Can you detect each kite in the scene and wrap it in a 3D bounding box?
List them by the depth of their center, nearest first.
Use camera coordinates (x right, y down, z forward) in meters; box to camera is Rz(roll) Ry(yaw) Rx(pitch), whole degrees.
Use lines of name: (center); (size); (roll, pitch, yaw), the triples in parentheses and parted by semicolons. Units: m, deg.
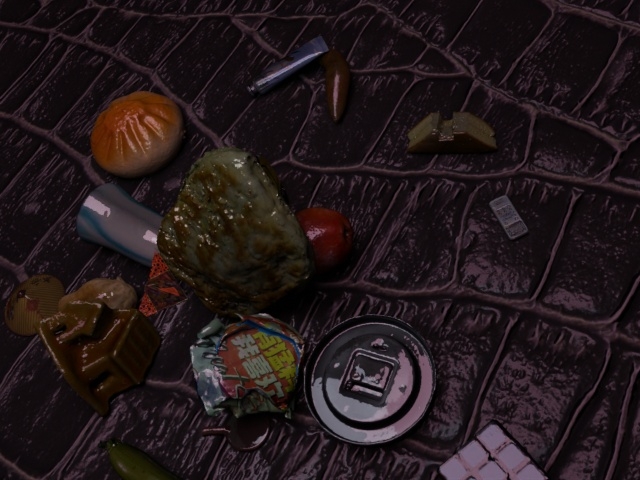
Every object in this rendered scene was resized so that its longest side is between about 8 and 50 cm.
kite: (-0.409, 0.138, 1.993); (0.125, 0.008, 0.222); (19, 106, -7)

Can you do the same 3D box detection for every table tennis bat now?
table tennis bat: (-0.211, 0.419, 1.738); (0.169, 0.119, 0.108); (-7, 57, 11)

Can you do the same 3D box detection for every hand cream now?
hand cream: (-0.102, -0.521, 2.262); (0.271, 0.058, 0.091); (-31, 43, 10)

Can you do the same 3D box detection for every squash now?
squash: (-0.403, 0.545, 1.747); (0.331, 0.087, 0.087); (25, 71, 30)

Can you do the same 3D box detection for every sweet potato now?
sweet potato: (0.032, -0.498, 2.217); (0.108, 0.079, 0.346); (-30, 53, 14)

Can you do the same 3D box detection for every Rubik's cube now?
Rubik's cube: (0.347, 0.481, 1.503); (0.160, 0.163, 0.162); (-39, 61, -7)

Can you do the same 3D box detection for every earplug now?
earplug: (-0.485, -0.011, 2.050); (0.324, 0.185, 0.185); (27, 72, 23)

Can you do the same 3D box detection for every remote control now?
remote control: (0.465, -0.057, 1.860); (0.053, 0.018, 0.124); (-24, 57, 4)

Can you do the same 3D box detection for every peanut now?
peanut: (-0.597, 0.169, 1.999); (0.224, 0.129, 0.129); (-22, 57, 2)

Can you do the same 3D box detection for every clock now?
clock: (0.114, 0.321, 1.725); (0.312, 0.061, 0.313); (-8, 59, 13)

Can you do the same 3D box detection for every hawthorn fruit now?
hawthorn fruit: (0.000, 0.000, 1.890); (0.172, 0.173, 0.173); (-8, 59, 13)

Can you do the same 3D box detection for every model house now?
model house: (-0.539, 0.257, 1.882); (0.239, 0.268, 0.173); (-33, 36, -5)

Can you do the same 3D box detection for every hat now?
hat: (-0.816, 0.163, 2.099); (0.193, 0.082, 0.193); (-8, 58, 13)

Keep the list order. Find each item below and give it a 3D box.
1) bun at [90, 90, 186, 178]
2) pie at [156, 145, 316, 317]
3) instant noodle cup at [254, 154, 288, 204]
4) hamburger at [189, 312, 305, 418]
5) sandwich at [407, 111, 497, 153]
bun: (-0.556, -0.337, 2.257); (0.298, 0.165, 0.299); (-7, 61, 13)
pie: (-0.193, -0.004, 1.783); (0.395, 0.418, 0.180); (45, 45, -3)
instant noodle cup: (-0.226, -0.091, 1.999); (0.236, 0.215, 0.216); (-20, 57, 15)
hamburger: (-0.174, 0.300, 1.770); (0.276, 0.150, 0.261); (3, 63, -14)
sandwich: (0.342, -0.286, 1.989); (0.244, 0.088, 0.090); (0, 57, 18)
